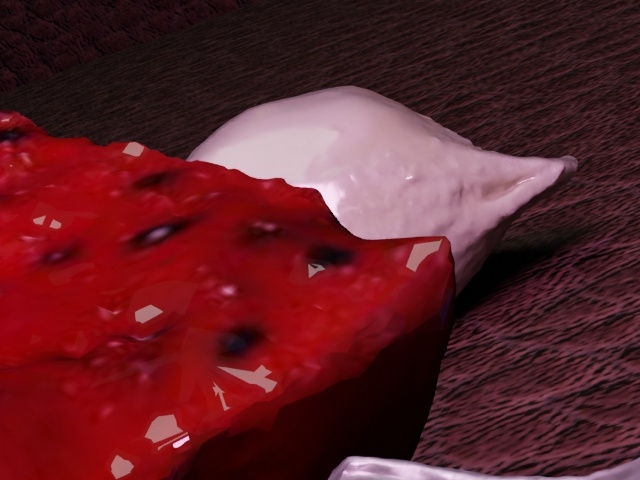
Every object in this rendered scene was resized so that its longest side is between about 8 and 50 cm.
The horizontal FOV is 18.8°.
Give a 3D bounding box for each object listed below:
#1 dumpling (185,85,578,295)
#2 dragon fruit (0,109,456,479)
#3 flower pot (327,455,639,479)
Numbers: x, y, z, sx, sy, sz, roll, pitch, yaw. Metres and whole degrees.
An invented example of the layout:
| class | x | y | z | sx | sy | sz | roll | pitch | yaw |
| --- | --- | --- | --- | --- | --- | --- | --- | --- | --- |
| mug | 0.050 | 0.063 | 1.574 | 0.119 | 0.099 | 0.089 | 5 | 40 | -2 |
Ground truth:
| class | x | y | z | sx | sy | sz | roll | pitch | yaw |
| --- | --- | --- | --- | --- | --- | --- | --- | --- | --- |
| dumpling | 0.004 | -0.001 | 0.895 | 0.216 | 0.126 | 0.166 | -34 | -12 | -8 |
| dragon fruit | -0.177 | 0.072 | 0.525 | 0.330 | 0.240 | 0.302 | -13 | -32 | -33 |
| flower pot | 0.076 | 0.095 | 0.373 | 0.229 | 0.103 | 0.108 | -15 | 16 | 31 |
